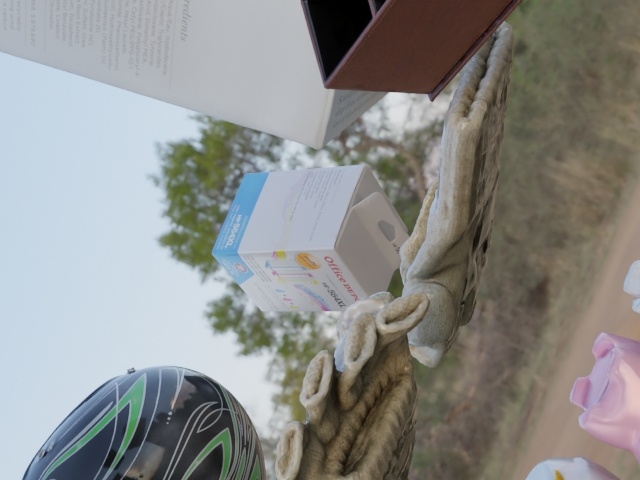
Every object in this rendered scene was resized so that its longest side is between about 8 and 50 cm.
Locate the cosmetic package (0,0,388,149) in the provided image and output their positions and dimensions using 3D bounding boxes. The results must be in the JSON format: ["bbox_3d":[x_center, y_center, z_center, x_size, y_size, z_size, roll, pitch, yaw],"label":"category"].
[{"bbox_3d":[-0.075,-0.132,0.613,0.117,0.231,0.085,-44,-30,-56],"label":"cosmetic package"}]

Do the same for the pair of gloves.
[{"bbox_3d":[0.040,0.040,0.520,0.204,0.042,0.240,81,-152,-59],"label":"pair of gloves"}]

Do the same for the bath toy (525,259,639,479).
[{"bbox_3d":[0.255,0.109,0.772,0.151,0.129,0.348,-72,5,-73],"label":"bath toy"}]

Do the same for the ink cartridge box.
[{"bbox_3d":[0.000,0.000,0.950,0.092,0.143,0.090,53,-133,-41],"label":"ink cartridge box"}]

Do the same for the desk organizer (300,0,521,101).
[{"bbox_3d":[0.044,-0.104,0.387,0.130,0.050,0.047,-47,51,52],"label":"desk organizer"}]

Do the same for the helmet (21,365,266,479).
[{"bbox_3d":[-0.119,0.175,0.820,0.161,0.169,0.169,-42,-12,-6],"label":"helmet"}]
